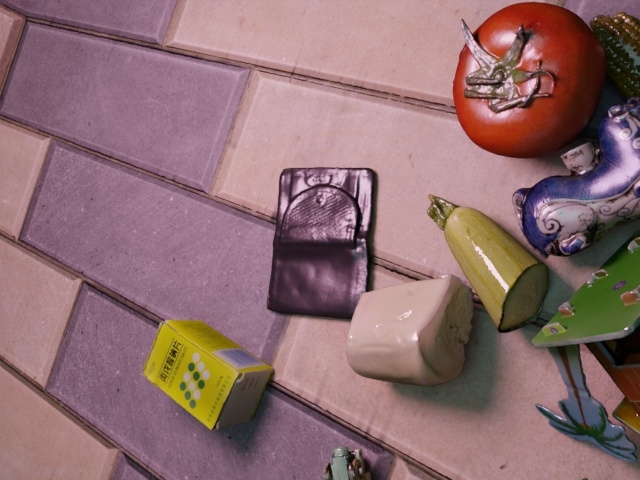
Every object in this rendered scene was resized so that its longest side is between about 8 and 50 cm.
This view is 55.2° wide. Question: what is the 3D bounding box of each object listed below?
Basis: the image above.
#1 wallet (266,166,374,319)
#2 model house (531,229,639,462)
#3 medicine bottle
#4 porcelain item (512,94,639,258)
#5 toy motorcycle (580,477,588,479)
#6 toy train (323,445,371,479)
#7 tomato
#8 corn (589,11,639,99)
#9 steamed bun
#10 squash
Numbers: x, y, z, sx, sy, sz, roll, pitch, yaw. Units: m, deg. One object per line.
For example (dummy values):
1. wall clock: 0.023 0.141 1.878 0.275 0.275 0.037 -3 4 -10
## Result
1. wallet: 0.000 0.000 1.309 0.247 0.041 0.323 2 85 32
2. model house: 0.518 0.181 0.937 0.300 0.340 0.324 -37 88 -23
3. medicine bottle: -0.249 0.285 1.347 0.250 0.141 0.137 27 99 31
4. porcelain item: 0.444 -0.094 0.978 0.288 0.138 0.186 -32 77 35
5. toy motorcycle: 0.382 0.475 0.995 0.190 0.074 0.106 -42 56 17
6. toy train: 0.061 0.483 1.142 0.080 0.125 0.194 -14 72 20
7. tomato: 0.350 -0.267 1.035 0.255 0.224 0.256 9 102 44
8. corn: 0.546 -0.250 1.005 0.097 0.097 0.320 -33 70 21
9. steamed bun: 0.163 0.175 1.131 0.225 0.170 0.200 -6 46 45
10. squash: 0.301 0.010 1.097 0.137 0.137 0.288 -38 56 19
